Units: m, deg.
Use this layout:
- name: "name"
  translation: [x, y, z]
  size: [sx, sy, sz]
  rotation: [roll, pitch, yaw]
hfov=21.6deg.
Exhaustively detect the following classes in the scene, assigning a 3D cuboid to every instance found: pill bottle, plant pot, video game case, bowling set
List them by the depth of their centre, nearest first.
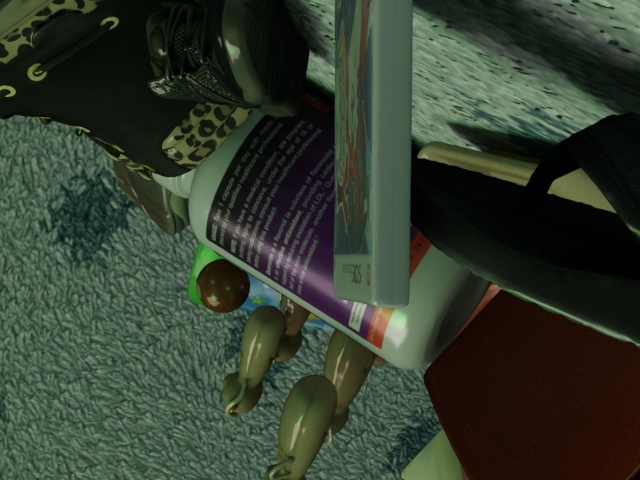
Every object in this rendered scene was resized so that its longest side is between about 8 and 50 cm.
- name: "video game case"
  translation: [0.027, -0.065, 0.953]
  size: [0.023, 0.201, 0.183]
  rotation: [1, 179, -6]
- name: "plant pot"
  translation: [0.255, 0.155, 1.510]
  size: [0.236, 0.267, 0.267]
  rotation: [46, -175, 35]
- name: "pill bottle"
  translation: [0.005, -0.029, 1.585]
  size: [0.323, 0.181, 0.181]
  rotation: [32, 176, 16]
- name: "bowling set"
  translation: [-0.035, 0.106, 1.678]
  size: [0.200, 0.154, 0.287]
  rotation: [30, -141, 14]

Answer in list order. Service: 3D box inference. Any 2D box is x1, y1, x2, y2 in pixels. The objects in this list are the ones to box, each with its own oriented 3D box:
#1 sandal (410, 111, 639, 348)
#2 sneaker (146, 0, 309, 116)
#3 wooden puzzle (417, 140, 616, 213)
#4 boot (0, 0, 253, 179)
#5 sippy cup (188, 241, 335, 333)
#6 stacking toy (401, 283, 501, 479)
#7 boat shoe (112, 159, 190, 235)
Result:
- name: "sandal"
  translation: [0.224, 0.011, 0.828]
  size: [0.167, 0.107, 0.445]
  rotation: [4, -165, -45]
- name: "sneaker"
  translation: [-0.085, -0.148, 1.301]
  size: [0.130, 0.087, 0.227]
  rotation: [7, 177, 6]
- name: "wooden puzzle"
  translation: [0.206, -0.010, 1.276]
  size: [0.221, 0.044, 0.238]
  rotation: [35, 171, -21]
- name: "boot"
  translation: [-0.252, -0.132, 1.473]
  size: [0.284, 0.377, 0.138]
  rotation: [29, -145, -45]
- name: "sippy cup"
  translation: [0.000, 0.000, 1.856]
  size: [0.224, 0.240, 0.305]
  rotation: [22, -151, 5]
- name: "stacking toy"
  translation: [0.260, 0.198, 1.798]
  size: [0.309, 0.279, 0.130]
  rotation: [28, -175, 37]
- name: "boat shoe"
  translation: [-0.149, -0.146, 1.752]
  size: [0.132, 0.130, 0.355]
  rotation: [45, 158, 17]
